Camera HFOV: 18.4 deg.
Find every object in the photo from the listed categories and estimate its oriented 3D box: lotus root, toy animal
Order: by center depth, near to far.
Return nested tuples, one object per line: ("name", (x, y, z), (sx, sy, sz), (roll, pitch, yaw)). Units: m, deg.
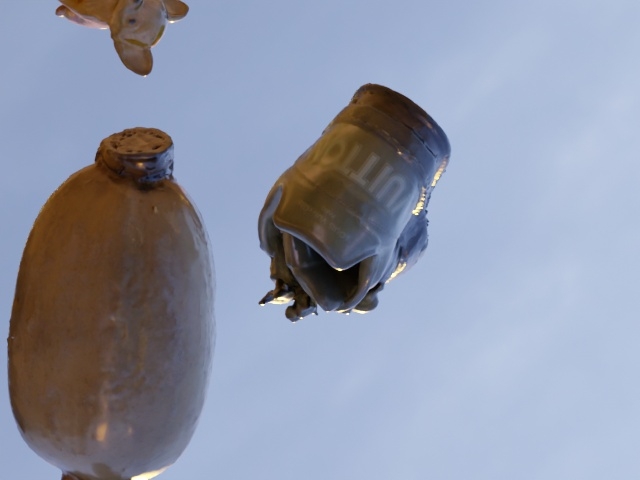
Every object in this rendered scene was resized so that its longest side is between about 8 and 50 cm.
("lotus root", (-0.073, 0.036, 0.689), (0.062, 0.073, 0.150), (-119, -146, -74))
("toy animal", (-0.122, -0.136, 1.220), (0.060, 0.083, 0.081), (-48, 160, -23))

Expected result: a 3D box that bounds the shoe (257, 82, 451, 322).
("shoe", (0.002, 0.002, 1.411), (0.149, 0.109, 0.293), (-49, 172, -20))
